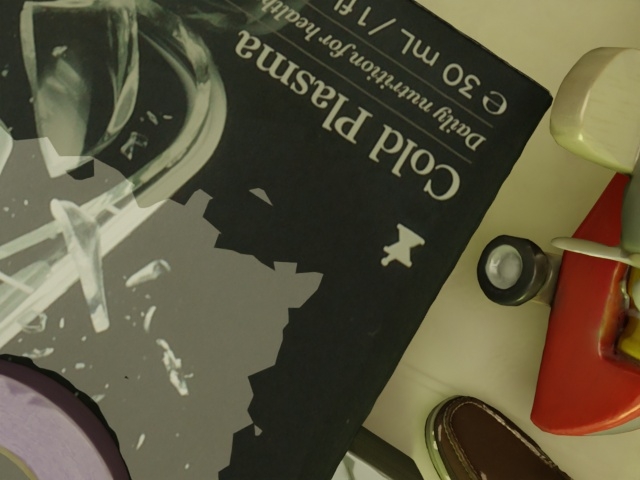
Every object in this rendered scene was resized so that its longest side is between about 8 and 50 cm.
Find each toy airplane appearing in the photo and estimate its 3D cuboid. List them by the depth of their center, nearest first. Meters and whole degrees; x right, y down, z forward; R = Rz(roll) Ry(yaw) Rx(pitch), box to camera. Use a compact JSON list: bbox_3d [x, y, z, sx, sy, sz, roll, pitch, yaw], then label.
[{"bbox_3d":[0.322,-0.033,0.710,0.386,0.384,0.272,-28,47,-15],"label":"toy airplane"}]

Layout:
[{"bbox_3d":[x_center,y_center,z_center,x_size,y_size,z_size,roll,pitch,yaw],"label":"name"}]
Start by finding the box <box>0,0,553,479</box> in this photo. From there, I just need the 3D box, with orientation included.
[{"bbox_3d":[-0.187,-0.010,0.692,0.480,0.297,0.472,32,81,-5],"label":"box"}]

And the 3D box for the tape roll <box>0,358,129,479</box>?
[{"bbox_3d":[-0.189,0.152,0.484,0.189,0.080,0.189,1,85,-9],"label":"tape roll"}]

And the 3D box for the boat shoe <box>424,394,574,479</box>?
[{"bbox_3d":[0.197,0.228,0.821,0.095,0.095,0.257,-39,85,-30],"label":"boat shoe"}]

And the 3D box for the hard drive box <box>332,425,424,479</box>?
[{"bbox_3d":[0.001,0.243,0.767,0.089,0.232,0.181,33,86,3],"label":"hard drive box"}]
